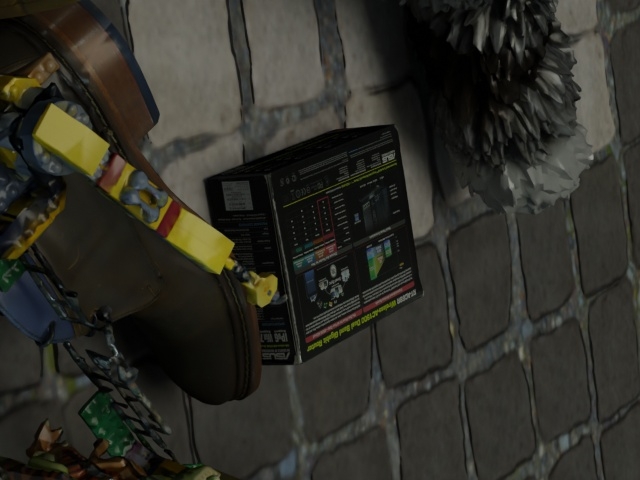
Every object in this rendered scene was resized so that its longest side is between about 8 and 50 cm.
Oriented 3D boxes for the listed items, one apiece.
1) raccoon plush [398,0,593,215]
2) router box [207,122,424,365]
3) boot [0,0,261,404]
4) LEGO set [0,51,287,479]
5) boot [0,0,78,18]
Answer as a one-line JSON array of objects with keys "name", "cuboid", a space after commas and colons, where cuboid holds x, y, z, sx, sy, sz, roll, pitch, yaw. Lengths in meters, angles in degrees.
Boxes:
[{"name": "raccoon plush", "cuboid": [0.030, -0.137, 0.844, 0.299, 0.216, 0.446, -45, 125, -39]}, {"name": "router box", "cuboid": [0.000, 0.000, 0.920, 0.122, 0.038, 0.092, -24, 107, -55]}, {"name": "boot", "cuboid": [-0.101, 0.011, 0.757, 0.106, 0.082, 0.219, -43, 131, -23]}, {"name": "LEGO set", "cuboid": [-0.079, 0.110, 0.607, 0.255, 0.192, 0.331, -42, 127, -30]}, {"name": "boot", "cuboid": [-0.179, -0.141, 0.604, 0.077, 0.213, 0.165, 103, -24, -46]}]
